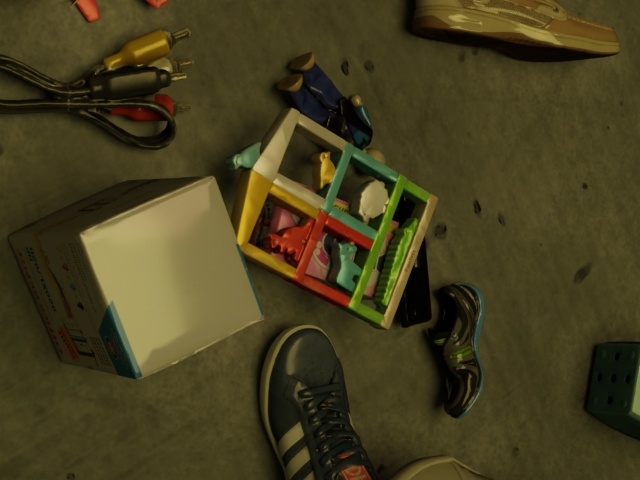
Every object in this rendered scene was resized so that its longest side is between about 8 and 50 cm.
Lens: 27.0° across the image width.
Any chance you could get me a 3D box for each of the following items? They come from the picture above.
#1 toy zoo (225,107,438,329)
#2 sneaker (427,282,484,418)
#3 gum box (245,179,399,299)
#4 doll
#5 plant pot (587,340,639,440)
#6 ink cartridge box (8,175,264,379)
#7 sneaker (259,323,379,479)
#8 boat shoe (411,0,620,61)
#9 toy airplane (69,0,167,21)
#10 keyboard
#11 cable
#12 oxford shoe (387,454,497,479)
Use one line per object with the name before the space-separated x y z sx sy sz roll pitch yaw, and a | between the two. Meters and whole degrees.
toy zoo | 0.002 -0.034 1.665 0.293 0.030 0.192 29 74 -28
sneaker | 0.181 0.150 1.835 0.078 0.067 0.188 8 79 -30
gum box | 0.000 0.000 1.719 0.188 0.062 0.107 20 78 -30
doll | 0.019 -0.151 1.745 0.189 0.046 0.129 47 57 -30
plant pot | 0.530 0.229 2.005 0.234 0.166 0.165 15 81 -23
ink cartridge box | -0.209 0.037 1.484 0.168 0.232 0.171 -26 103 -28
sneaker | 0.020 0.279 1.675 0.131 0.148 0.350 -11 95 -32
boat shoe | 0.286 -0.321 1.876 0.341 0.121 0.110 6 87 -31
toy airplane | -0.250 -0.320 1.586 0.151 0.028 0.151 1 87 -31
keyboard | 0.108 0.021 1.815 0.100 0.038 0.192 -7 92 -56
cable | -0.278 -0.169 1.567 0.287 0.072 0.139 -8 111 -21
oxford shoe | 0.206 0.374 1.717 0.449 0.130 0.169 22 80 -53
